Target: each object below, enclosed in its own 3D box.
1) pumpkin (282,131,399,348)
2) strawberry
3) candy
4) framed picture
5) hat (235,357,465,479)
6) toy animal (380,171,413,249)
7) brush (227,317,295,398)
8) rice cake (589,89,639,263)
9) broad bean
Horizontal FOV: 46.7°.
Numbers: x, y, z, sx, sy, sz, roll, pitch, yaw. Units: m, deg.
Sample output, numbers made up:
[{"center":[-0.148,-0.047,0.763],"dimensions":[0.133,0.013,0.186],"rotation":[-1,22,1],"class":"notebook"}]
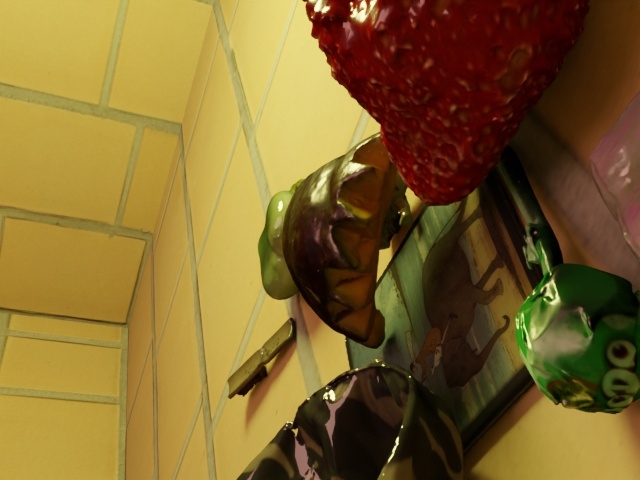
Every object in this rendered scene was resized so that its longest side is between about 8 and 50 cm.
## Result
[{"center":[0.000,0.000,0.769],"dimensions":[0.130,0.149,0.254],"rotation":[-35,-46,-57],"class":"pumpkin"},{"center":[0.120,-0.190,0.622],"dimensions":[0.261,0.258,0.261],"rotation":[-36,20,16],"class":"strawberry"},{"center":[0.173,-0.001,0.581],"dimensions":[0.324,0.097,0.097],"rotation":[-93,22,-54],"class":"candy"},{"center":[0.112,0.101,0.759],"dimensions":[0.265,0.016,0.347],"rotation":[-100,28,-43],"class":"framed picture"},{"center":[0.057,0.327,0.642],"dimensions":[0.382,0.257,0.366],"rotation":[60,159,-7],"class":"hat"},{"center":[0.091,-0.075,0.818],"dimensions":[0.220,0.069,0.086],"rotation":[-62,2,34],"class":"toy animal"},{"center":[-0.096,0.204,1.254],"dimensions":[0.248,0.036,0.043],"rotation":[-49,40,43],"class":"brush"},{"center":[0.260,-0.110,0.404],"dimensions":[0.298,0.050,0.106],"rotation":[118,152,-42],"class":"rice cake"},{"center":[-0.048,-0.003,1.127],"dimensions":[0.169,0.100,0.228],"rotation":[-91,20,-45],"class":"broad bean"}]
